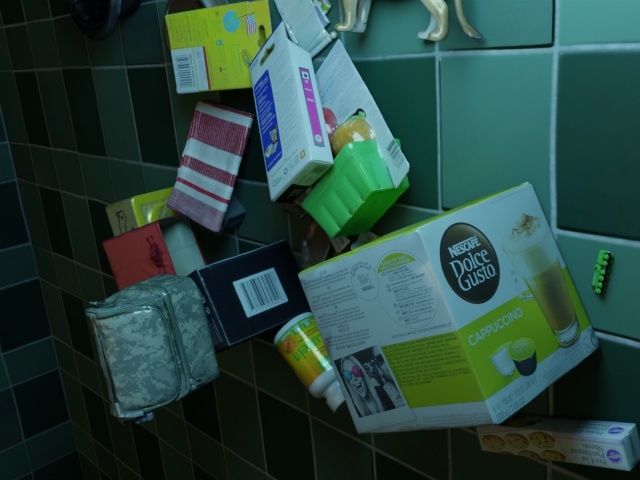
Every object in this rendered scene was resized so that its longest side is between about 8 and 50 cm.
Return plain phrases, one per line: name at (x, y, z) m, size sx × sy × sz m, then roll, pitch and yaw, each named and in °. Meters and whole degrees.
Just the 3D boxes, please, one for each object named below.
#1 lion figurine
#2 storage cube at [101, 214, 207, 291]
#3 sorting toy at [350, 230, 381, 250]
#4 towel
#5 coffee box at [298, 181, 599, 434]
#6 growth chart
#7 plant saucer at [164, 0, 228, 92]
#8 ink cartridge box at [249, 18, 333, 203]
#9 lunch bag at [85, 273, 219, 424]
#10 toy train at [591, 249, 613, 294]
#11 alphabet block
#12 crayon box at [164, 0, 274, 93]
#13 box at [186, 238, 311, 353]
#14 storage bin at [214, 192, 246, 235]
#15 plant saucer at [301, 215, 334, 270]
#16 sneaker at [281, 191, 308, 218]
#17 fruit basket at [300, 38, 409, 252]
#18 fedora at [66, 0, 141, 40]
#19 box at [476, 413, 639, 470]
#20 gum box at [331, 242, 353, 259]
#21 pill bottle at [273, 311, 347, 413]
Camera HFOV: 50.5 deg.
lion figurine at (0.136, -0.509, 1.278) m, size 0.392 × 0.142 × 0.240 m, roll 16°, pitch 110°, yaw 28°
storage cube at (-0.463, 0.047, 1.911) m, size 0.193 × 0.215 × 0.184 m, roll -19°, pitch 92°, yaw 18°
sorting toy at (0.110, 0.015, 1.546) m, size 0.083 × 0.075 × 0.045 m, roll 30°, pitch 126°, yaw 38°
towel at (-0.306, -0.209, 1.858) m, size 0.237 × 0.037 × 0.329 m, roll 24°, pitch 99°, yaw 40°
coffee box at (0.229, 0.126, 1.254) m, size 0.338 × 0.337 × 0.334 m, roll -24°, pitch 87°, yaw 51°
growth chart at (-0.040, -0.529, 1.531) m, size 0.172 × 0.021 × 0.237 m, roll -21°, pitch 90°, yaw 50°
plant saucer at (-0.340, -0.556, 1.840) m, size 0.310 × 0.050 × 0.311 m, roll 22°, pitch 121°, yaw 43°
ink cartridge box at (-0.073, -0.284, 1.491) m, size 0.176 × 0.069 × 0.371 m, roll -39°, pitch 56°, yaw 48°
lunch bag at (-0.417, 0.258, 1.644) m, size 0.212 × 0.256 × 0.305 m, roll 4°, pitch 109°, yaw 48°
toy train at (0.488, 0.055, 1.182) m, size 0.023 × 0.017 × 0.083 m, roll 33°, pitch 129°, yaw 48°
alphabet block at (-0.534, -0.055, 2.155) m, size 0.197 × 0.193 × 0.192 m, roll -10°, pitch 100°, yaw 50°
crayon box at (-0.228, -0.475, 1.681) m, size 0.318 × 0.081 × 0.202 m, roll 5°, pitch 109°, yaw 31°
box at (-0.260, 0.187, 1.867) m, size 0.395 × 0.293 × 0.212 m, roll -32°, pitch 81°, yaw 49°
storage bin at (-0.281, -0.089, 1.933) m, size 0.135 × 0.091 × 0.098 m, roll 52°, pitch 137°, yaw 21°
plant saucer at (0.000, 0.000, 1.651) m, size 0.168 × 0.029 × 0.169 m, roll -167°, pitch 90°, yaw -67°
sneaker at (-0.042, -0.086, 1.701) m, size 0.158 × 0.061 × 0.065 m, roll 15°, pitch 132°, yaw 53°
fruit basket at (0.047, -0.201, 1.502) m, size 0.327 × 0.165 × 0.353 m, roll -51°, pitch 51°, yaw 45°
fedora at (-0.624, -0.749, 1.996) m, size 0.334 × 0.152 × 0.334 m, roll 22°, pitch 121°, yaw 42°
box at (0.452, 0.385, 1.323) m, size 0.324 × 0.063 × 0.067 m, roll -10°, pitch 99°, yaw 50°
gum box at (0.051, 0.100, 1.659) m, size 0.107 × 0.062 × 0.188 m, roll 56°, pitch 138°, yaw 16°
pill bottle at (0.001, 0.317, 1.748) m, size 0.246 × 0.136 × 0.136 m, roll 49°, pitch 136°, yaw 23°
